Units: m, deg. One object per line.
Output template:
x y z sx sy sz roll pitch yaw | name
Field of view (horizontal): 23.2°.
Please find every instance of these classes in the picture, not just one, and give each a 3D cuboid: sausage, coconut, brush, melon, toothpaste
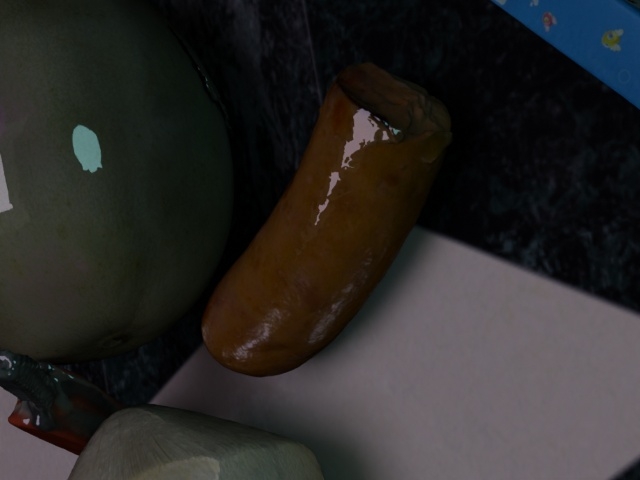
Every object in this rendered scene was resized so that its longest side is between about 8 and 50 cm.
0.002 0.001 1.132 0.109 0.109 0.270 53 128 28 | sausage
-0.095 0.247 1.161 0.237 0.237 0.265 -33 72 43 | coconut
-0.195 0.140 1.223 0.070 0.323 0.051 17 75 17 | brush
-0.204 -0.071 1.217 0.268 0.268 0.330 -38 63 41 | melon
0.202 -0.111 0.937 0.267 0.065 0.050 44 120 34 | toothpaste
